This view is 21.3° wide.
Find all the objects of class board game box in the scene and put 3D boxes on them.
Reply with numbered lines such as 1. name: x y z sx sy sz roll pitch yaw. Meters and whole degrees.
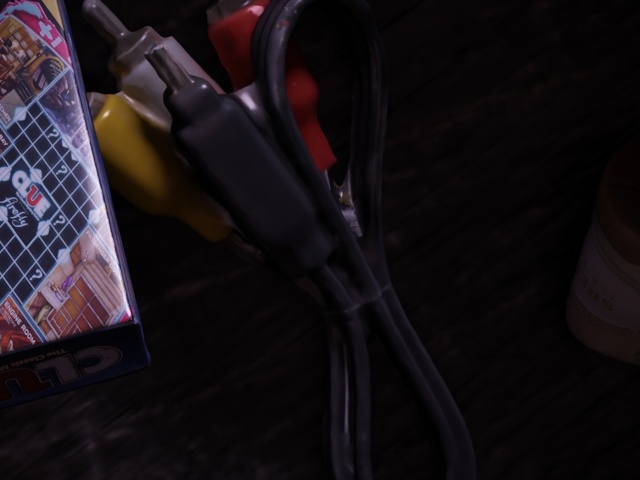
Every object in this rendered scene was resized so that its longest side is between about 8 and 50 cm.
1. board game box: -0.172 -0.042 0.662 0.165 0.042 0.243 -14 60 -5

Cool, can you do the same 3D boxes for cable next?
1. cable: 0.000 0.000 0.759 0.139 0.072 0.287 -37 110 -10

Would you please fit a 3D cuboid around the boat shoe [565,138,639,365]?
1. boat shoe: 0.261 0.024 0.763 0.302 0.109 0.098 5 134 -7
